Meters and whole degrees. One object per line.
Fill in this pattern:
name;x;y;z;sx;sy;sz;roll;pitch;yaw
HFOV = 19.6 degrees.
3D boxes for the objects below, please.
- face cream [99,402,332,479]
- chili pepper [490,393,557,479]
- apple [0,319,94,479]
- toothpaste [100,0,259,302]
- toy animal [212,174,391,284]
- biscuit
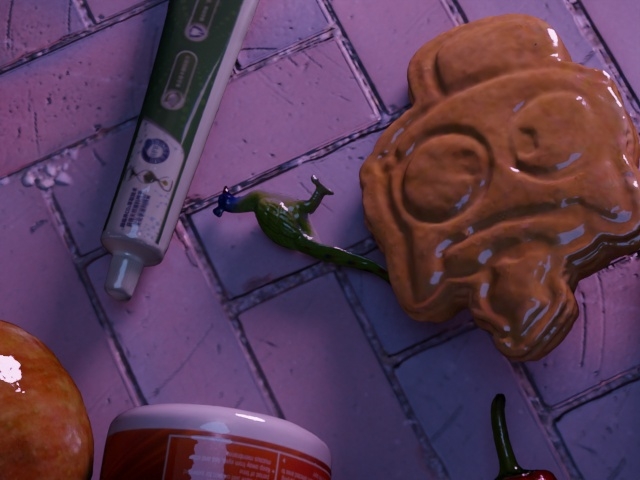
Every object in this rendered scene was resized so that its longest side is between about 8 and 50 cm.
face cream;-0.097;0.253;1.597;0.201;0.201;0.187;6;71;5
chili pepper;0.259;0.299;1.635;0.368;0.092;0.137;40;58;8
apple;-0.344;0.205;1.620;0.309;0.250;0.277;-16;85;19
toothpaste;-0.143;-0.120;1.810;0.099;0.061;0.392;13;69;8
toy animal;0.006;-0.016;1.770;0.217;0.041;0.075;24;93;9
biscuit;0.163;-0.057;1.721;0.269;0.051;0.376;-19;55;16
